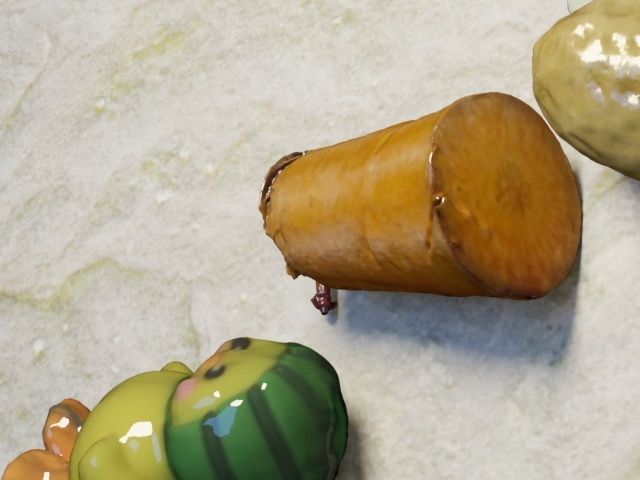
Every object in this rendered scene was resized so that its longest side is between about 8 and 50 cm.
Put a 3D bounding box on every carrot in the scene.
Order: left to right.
[{"bbox_3d":[0.081,-0.018,1.601,0.254,0.196,0.196,-15,62,47],"label":"carrot"}]

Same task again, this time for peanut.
[{"bbox_3d":[0.332,-0.125,1.395,0.387,0.192,0.170,0,59,42],"label":"peanut"}]

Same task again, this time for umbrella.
[{"bbox_3d":[0.000,0.000,1.765,0.025,0.027,0.165,-9,60,12],"label":"umbrella"}]

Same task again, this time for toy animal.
[{"bbox_3d":[-0.120,0.210,1.672,0.338,0.191,0.216,-21,15,26],"label":"toy animal"}]

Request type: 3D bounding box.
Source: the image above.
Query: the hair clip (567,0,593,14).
[{"bbox_3d":[0.277,-0.235,1.602,0.116,0.049,0.172,-52,43,6],"label":"hair clip"}]
